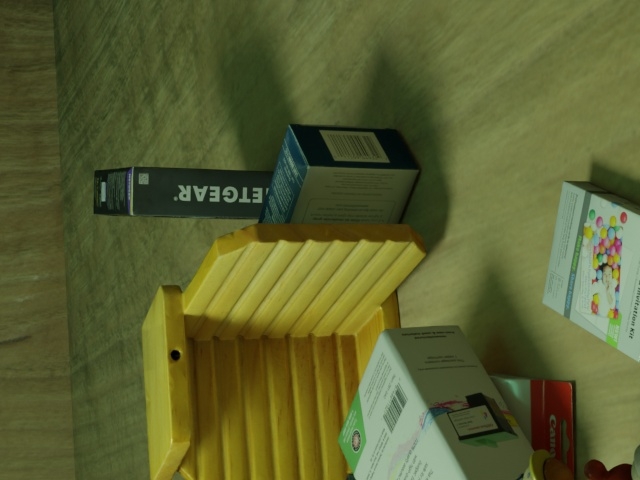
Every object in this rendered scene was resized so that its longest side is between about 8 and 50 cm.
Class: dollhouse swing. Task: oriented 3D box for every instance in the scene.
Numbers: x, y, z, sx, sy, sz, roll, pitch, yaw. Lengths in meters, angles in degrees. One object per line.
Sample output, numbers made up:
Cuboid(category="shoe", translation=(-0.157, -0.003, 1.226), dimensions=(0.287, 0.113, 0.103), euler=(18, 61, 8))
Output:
Cuboid(category="dollhouse swing", translation=(-0.026, 0.164, 1.788), dimensions=(0.305, 0.347, 0.315), euler=(150, 117, -62))

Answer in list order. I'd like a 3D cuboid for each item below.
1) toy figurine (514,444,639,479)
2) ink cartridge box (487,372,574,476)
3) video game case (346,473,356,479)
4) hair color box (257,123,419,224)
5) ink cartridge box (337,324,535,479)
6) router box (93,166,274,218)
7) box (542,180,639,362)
Cuboid(category="toy figurine", translation=(0.275, 0.299, 1.271), dimensions=(0.148, 0.209, 0.213), euler=(-53, 42, 45))
Cuboid(category="ink cartridge box", translation=(0.232, 0.233, 1.575), dimensions=(0.179, 0.045, 0.145), euler=(175, 95, -69))
Cuboid(category="video game case", translation=(0.073, 0.427, 1.964), dimensions=(0.143, 0.019, 0.157), euler=(170, 99, -66))
Cuboid(category="hair color box", translation=(0.000, 0.000, 1.945), dimensions=(0.105, 0.174, 0.347), euler=(-114, 34, -45))
Cuboid(category="ink cartridge box", translation=(0.143, 0.268, 1.584), dimensions=(0.278, 0.117, 0.201), euler=(-118, 37, -43))
Cuboid(category="router box", translation=(-0.200, -0.077, 2.235), dimensions=(0.243, 0.309, 0.081), euler=(-177, 88, -66))
Cuboid(category="box", translation=(0.308, 0.029, 1.412), dimensions=(0.186, 0.038, 0.145), euler=(-143, 57, -60))
